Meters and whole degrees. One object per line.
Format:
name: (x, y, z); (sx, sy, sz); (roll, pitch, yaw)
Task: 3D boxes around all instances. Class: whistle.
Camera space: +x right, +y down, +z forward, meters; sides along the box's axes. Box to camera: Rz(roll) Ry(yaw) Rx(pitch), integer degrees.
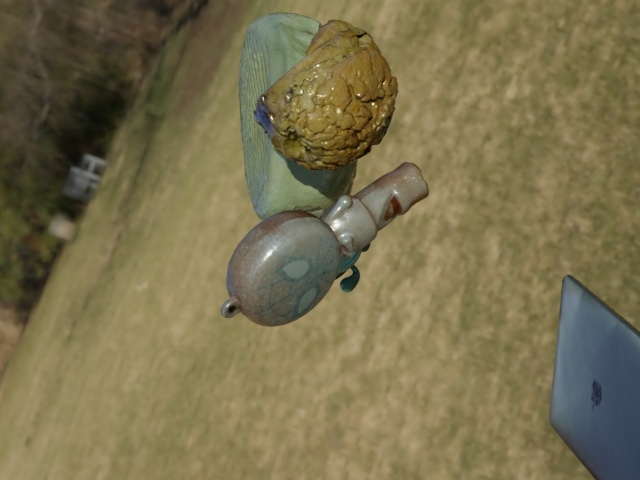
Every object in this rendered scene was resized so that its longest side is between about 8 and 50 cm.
whistle: (0.000, 0.000, 1.146); (0.057, 0.220, 0.107); (44, 161, 37)

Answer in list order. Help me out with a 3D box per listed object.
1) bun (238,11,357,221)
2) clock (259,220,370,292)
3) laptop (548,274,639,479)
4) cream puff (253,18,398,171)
bun: (-0.017, -0.113, 1.292); (0.221, 0.108, 0.221); (179, 90, -79)
clock: (0.002, -0.012, 1.929); (0.060, 0.188, 0.148); (-16, 52, 50)
laptop: (0.297, 0.162, 1.383); (0.269, 0.015, 0.187); (-123, 35, -71)
cream puff: (0.009, -0.113, 1.065); (0.119, 0.104, 0.133); (-43, 5, 9)
